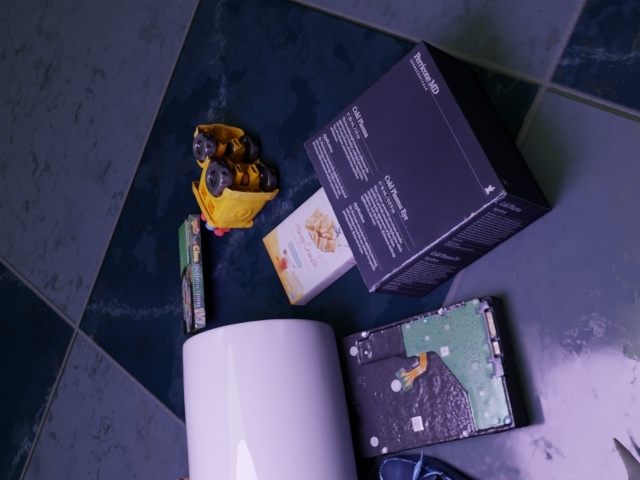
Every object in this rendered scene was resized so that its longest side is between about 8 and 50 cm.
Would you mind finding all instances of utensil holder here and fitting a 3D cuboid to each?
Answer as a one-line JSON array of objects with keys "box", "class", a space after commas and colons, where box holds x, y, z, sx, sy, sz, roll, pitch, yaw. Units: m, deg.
[{"box": [-0.095, 0.372, 1.650, 0.327, 0.327, 0.386, -21, 66, 35], "class": "utensil holder"}]

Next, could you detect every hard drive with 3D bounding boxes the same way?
[{"box": [0.197, 0.256, 1.592, 0.339, 0.064, 0.237, -23, 69, 36], "class": "hard drive"}]

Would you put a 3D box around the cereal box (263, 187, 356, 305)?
[{"box": [0.000, 0.000, 1.803, 0.240, 0.047, 0.173, -41, 60, 27], "class": "cereal box"}]

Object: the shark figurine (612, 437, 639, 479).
[{"box": [0.582, 0.325, 1.266, 0.278, 0.166, 0.116, -29, 39, 51], "class": "shark figurine"}]

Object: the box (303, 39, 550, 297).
[{"box": [0.185, -0.120, 1.586, 0.312, 0.179, 0.343, -38, 62, 30], "class": "box"}]

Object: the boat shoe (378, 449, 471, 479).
[{"box": [0.205, 0.438, 1.539, 0.258, 0.089, 0.109, 5, 86, 40], "class": "boat shoe"}]

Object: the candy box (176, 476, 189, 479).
[{"box": [-0.307, 0.643, 1.951, 0.109, 0.053, 0.187, 33, 105, 38], "class": "candy box"}]

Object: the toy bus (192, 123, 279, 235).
[{"box": [-0.220, -0.123, 1.958, 0.211, 0.149, 0.220, -57, 50, 37], "class": "toy bus"}]

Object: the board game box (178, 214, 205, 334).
[{"box": [-0.299, 0.082, 2.007, 0.136, 0.030, 0.260, 144, 123, -68], "class": "board game box"}]
